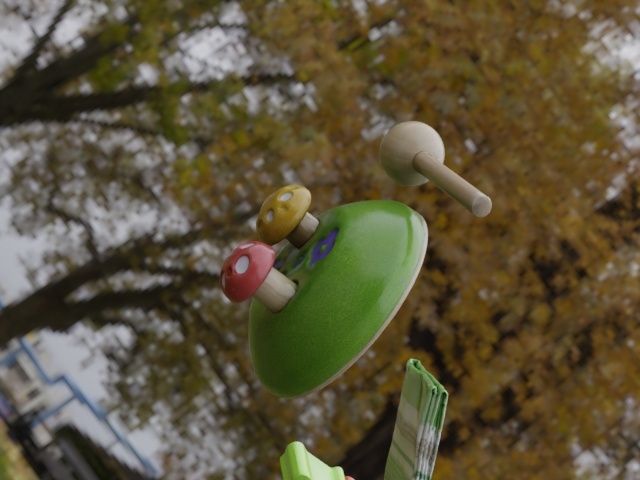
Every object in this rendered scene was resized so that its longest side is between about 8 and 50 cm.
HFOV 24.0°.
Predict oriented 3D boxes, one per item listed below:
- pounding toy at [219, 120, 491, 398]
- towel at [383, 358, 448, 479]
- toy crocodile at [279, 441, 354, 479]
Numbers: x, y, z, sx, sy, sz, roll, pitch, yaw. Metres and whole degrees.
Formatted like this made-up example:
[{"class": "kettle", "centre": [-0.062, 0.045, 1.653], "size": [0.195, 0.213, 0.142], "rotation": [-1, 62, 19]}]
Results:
[{"class": "pounding toy", "centre": [0.000, 0.000, 1.165], "size": [0.110, 0.237, 0.183], "rotation": [38, 10, -19]}, {"class": "towel", "centre": [0.068, 0.180, 1.228], "size": [0.113, 0.023, 0.152], "rotation": [-141, -118, -77]}, {"class": "toy crocodile", "centre": [0.048, 0.373, 1.825], "size": [0.340, 0.105, 0.115], "rotation": [60, 9, -28]}]
